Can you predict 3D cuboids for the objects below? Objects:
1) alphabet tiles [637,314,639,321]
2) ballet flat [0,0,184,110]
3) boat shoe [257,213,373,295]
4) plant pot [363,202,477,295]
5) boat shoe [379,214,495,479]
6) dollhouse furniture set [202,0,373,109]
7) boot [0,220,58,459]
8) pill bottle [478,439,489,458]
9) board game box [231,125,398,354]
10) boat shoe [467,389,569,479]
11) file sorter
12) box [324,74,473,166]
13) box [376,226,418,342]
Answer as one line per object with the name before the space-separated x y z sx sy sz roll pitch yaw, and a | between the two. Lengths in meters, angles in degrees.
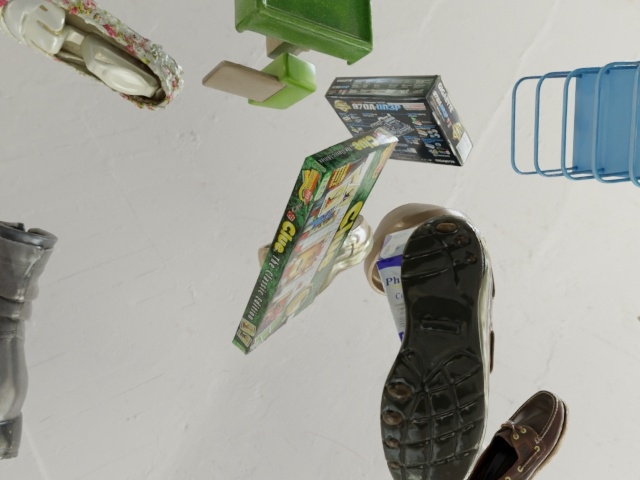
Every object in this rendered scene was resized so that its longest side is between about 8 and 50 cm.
alphabet tiles | 0.521 0.025 0.584 0.277 0.284 0.021 -14 -113 -37
ballet flat | -0.260 -0.219 0.555 0.240 0.091 0.077 21 -143 -32
boat shoe | 0.000 0.000 0.805 0.302 0.109 0.098 -36 -63 -55
plant pot | 0.189 0.002 1.023 0.237 0.238 0.110 -2 -131 -21
boat shoe | 0.157 0.136 0.609 0.119 0.122 0.325 9 -91 -58
dollhouse furniture set | -0.062 -0.338 0.597 0.151 0.197 0.302 4 -100 -37
boot | -0.386 0.075 0.520 0.118 0.337 0.223 22 -107 -60
pill bottle | 0.268 0.451 0.800 0.131 0.131 0.229 -16 -120 -24
board game box | -0.011 0.006 0.543 0.030 0.260 0.136 37 -140 14
boat shoe | 0.282 0.301 0.730 0.073 0.073 0.207 41 -105 -17
file sorter | 0.285 -0.118 0.507 0.104 0.170 0.118 -7 -77 -15
box | 0.136 -0.210 0.892 0.175 0.220 0.051 45 -111 -44
box | 0.140 0.063 0.738 0.072 0.126 0.137 -15 -77 18
